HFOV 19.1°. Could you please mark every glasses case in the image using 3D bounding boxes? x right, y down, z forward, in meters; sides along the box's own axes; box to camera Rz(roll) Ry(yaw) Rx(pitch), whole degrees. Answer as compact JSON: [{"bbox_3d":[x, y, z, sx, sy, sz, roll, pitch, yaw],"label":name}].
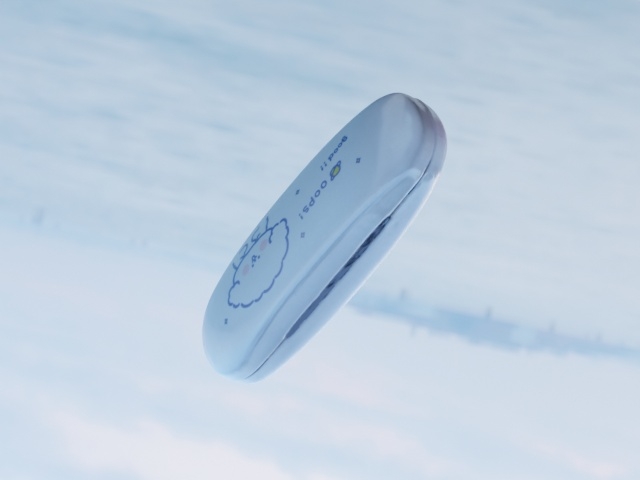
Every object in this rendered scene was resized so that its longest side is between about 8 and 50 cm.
[{"bbox_3d":[0.000,0.000,1.083,0.049,0.197,0.076,28,-157,-32],"label":"glasses case"}]
